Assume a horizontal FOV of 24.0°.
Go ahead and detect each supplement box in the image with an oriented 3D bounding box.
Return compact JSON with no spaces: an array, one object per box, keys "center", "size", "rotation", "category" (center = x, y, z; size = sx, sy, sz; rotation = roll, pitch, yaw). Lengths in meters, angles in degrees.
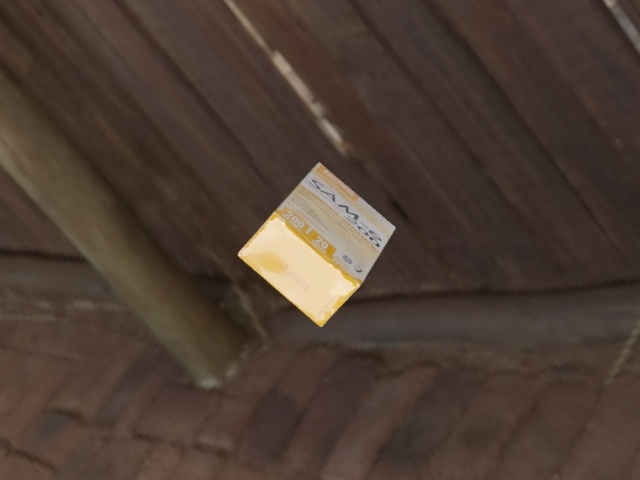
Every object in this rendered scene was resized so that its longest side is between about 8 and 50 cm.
[{"center":[0.000,0.000,0.843],"size":[0.036,0.062,0.098],"rotation":[-49,2,23],"category":"supplement box"}]
